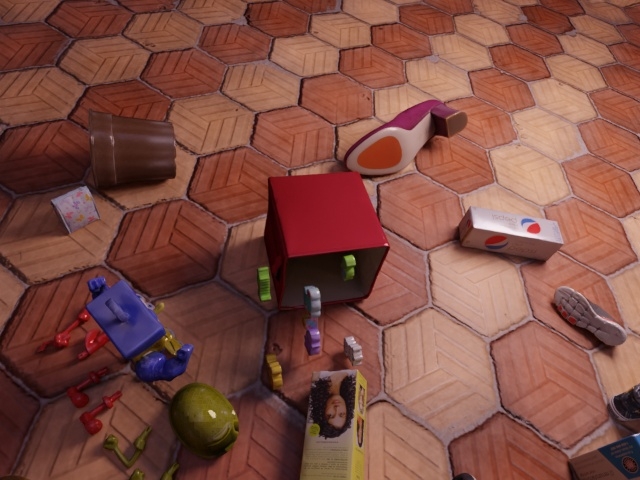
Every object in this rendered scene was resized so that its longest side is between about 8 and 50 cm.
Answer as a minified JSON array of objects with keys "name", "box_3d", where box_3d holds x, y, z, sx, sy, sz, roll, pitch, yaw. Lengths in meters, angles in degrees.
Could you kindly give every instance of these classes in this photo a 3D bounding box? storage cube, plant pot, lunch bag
[{"name":"storage cube","box_3d":[0.000,0.000,0.867,0.214,0.184,0.193,-7,53,-15]},{"name":"plant pot","box_3d":[-0.402,-0.194,0.959,0.165,0.167,0.167,-3,54,-23]},{"name":"lunch bag","box_3d":[-0.489,-0.067,0.884,0.053,0.083,0.071,41,57,19]}]

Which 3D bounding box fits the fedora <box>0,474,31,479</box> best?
[{"name":"fedora","box_3d":[-0.340,0.368,0.559,0.194,0.194,0.079,37,19,17]}]

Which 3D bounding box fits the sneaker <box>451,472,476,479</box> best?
[{"name":"sneaker","box_3d":[0.261,0.466,0.647,0.097,0.084,0.235,9,49,-35]}]

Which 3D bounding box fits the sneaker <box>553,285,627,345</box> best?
[{"name":"sneaker","box_3d":[0.573,0.158,0.951,0.158,0.061,0.064,46,31,21]}]

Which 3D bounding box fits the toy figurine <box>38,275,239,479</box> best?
[{"name":"toy figurine","box_3d":[-0.286,0.176,0.656,0.191,0.217,0.362,-34,65,-30]}]

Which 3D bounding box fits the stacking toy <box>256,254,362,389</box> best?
[{"name":"stacking toy","box_3d":[-0.015,0.137,0.755,0.166,0.221,0.052,-10,22,-18]}]

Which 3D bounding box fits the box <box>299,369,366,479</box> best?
[{"name":"box","box_3d":[0.021,0.322,0.687,0.087,0.058,0.232,-11,50,20]}]

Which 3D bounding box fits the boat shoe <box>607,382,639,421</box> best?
[{"name":"boat shoe","box_3d":[0.640,0.293,0.831,0.183,0.083,0.065,-7,55,-16]}]

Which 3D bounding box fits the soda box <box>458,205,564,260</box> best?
[{"name":"soda box","box_3d":[0.438,-0.015,1.032,0.215,0.074,0.069,10,52,-4]}]

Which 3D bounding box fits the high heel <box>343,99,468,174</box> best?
[{"name":"high heel","box_3d":[0.197,-0.279,1.193,0.377,0.127,0.181,-21,31,-20]}]

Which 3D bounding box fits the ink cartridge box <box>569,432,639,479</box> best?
[{"name":"ink cartridge box","box_3d":[0.549,0.414,0.667,0.168,0.171,0.233,-7,54,-16]}]
